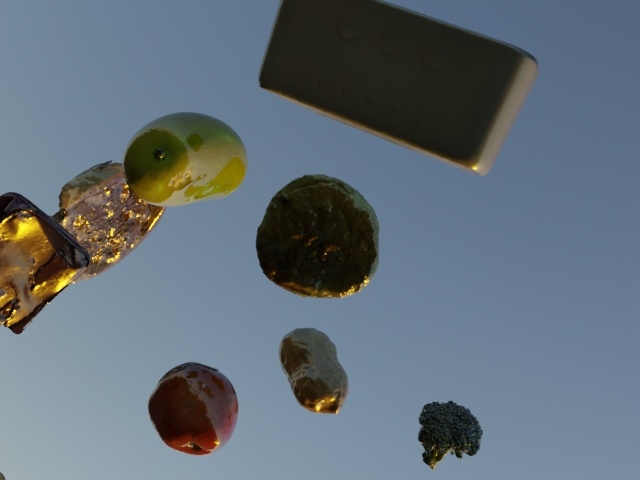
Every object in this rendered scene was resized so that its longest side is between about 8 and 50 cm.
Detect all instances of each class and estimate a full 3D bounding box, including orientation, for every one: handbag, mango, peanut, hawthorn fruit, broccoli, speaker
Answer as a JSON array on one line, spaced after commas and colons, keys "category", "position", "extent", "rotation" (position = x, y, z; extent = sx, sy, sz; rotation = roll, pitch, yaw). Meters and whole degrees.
[{"category": "handbag", "position": [-0.540, 0.042, 1.407], "extent": [0.074, 0.216, 0.203], "rotation": [41, -5, 41]}, {"category": "mango", "position": [-0.238, -0.151, 1.473], "extent": [0.149, 0.273, 0.185], "rotation": [52, -54, 21]}, {"category": "peanut", "position": [-0.026, 0.302, 1.952], "extent": [0.159, 0.143, 0.291], "rotation": [38, 13, -26]}, {"category": "hawthorn fruit", "position": [-0.230, 0.315, 1.488], "extent": [0.173, 0.173, 0.173], "rotation": [27, -46, 31]}, {"category": "broccoli", "position": [0.266, 0.423, 1.723], "extent": [0.154, 0.167, 0.160], "rotation": [32, -71, -4]}, {"category": "speaker", "position": [0.112, -0.253, 1.246], "extent": [0.406, 0.183, 0.184], "rotation": [24, -84, 15]}]

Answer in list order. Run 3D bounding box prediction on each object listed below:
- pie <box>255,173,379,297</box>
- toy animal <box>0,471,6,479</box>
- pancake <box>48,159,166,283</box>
[{"category": "pie", "position": [0.000, 0.000, 1.688], "extent": [0.277, 0.078, 0.277], "rotation": [2, -68, 4]}, {"category": "toy animal", "position": [-0.634, 0.531, 1.521], "extent": [0.121, 0.233, 0.168], "rotation": [60, -35, 26]}, {"category": "pancake", "position": [-0.517, -0.035, 1.865], "extent": [0.071, 0.382, 0.382], "rotation": [43, -39, 20]}]
